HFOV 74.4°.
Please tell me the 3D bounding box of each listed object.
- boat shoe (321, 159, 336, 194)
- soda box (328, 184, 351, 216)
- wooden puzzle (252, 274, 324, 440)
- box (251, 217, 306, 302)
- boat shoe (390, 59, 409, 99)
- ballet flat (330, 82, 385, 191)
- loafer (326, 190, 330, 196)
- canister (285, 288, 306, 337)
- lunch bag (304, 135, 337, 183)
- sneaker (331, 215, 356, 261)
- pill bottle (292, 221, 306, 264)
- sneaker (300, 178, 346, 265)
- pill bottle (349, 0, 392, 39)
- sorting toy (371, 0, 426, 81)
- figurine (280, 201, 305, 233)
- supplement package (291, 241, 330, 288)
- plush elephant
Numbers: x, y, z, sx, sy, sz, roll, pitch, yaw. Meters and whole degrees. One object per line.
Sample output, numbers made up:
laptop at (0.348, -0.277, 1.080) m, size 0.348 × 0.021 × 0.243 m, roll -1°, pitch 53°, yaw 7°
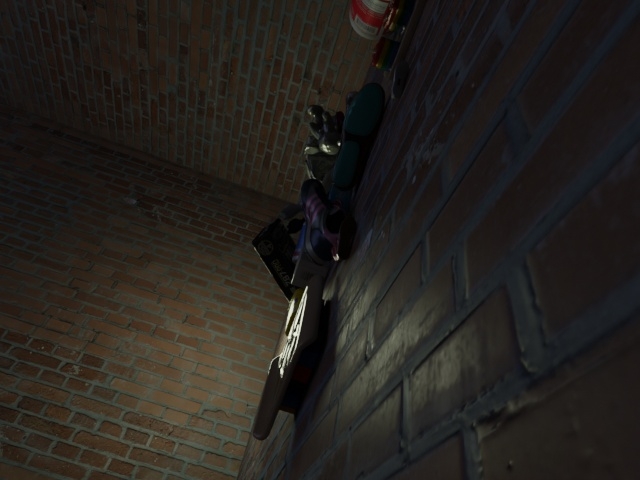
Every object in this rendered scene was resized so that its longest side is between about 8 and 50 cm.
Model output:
boat shoe at (0.078, -0.299, 1.853) m, size 0.233 × 0.083 × 0.079 m, roll -58°, pitch 1°, yaw 4°
soda box at (0.058, -0.125, 1.445) m, size 0.210 × 0.071 × 0.067 m, roll -76°, pitch 7°, yaw -52°
wooden puzzle at (-0.062, 0.306, 1.129) m, size 0.322 × 0.080 × 0.348 m, roll -81°, pitch 15°, yaw -66°
box at (-0.148, 0.081, 1.809) m, size 0.097 × 0.319 × 0.395 m, roll -32°, pitch 10°, yaw 6°
boat shoe at (0.200, -0.407, 1.074) m, size 0.035 × 0.035 × 0.100 m, roll 155°, pitch 127°, yaw -81°
ballet flat at (0.126, -0.323, 1.352) m, size 0.124 × 0.116 × 0.343 m, roll -11°, pitch -62°, yaw -72°
loafer at (0.041, -0.119, 1.739) m, size 0.078 × 0.076 × 0.223 m, roll -45°, pitch -20°, yaw -42°
canister at (-0.081, 0.270, 1.548) m, size 0.170 × 0.073 × 0.126 m, roll -86°, pitch 15°, yaw -70°
lunch bag at (0.023, -0.400, 2.258) m, size 0.305 × 0.212 × 0.257 m, roll 49°, pitch -138°, yaw -86°
sneaker at (0.058, -0.001, 1.078) m, size 0.067 × 0.042 × 0.119 m, roll 130°, pitch 156°, yaw -71°
pill bottle at (-0.023, -0.005, 1.642) m, size 0.124 × 0.124 × 0.222 m, roll 120°, pitch 167°, yaw -72°
sneaker at (0.021, -0.081, 1.244) m, size 0.131 × 0.112 × 0.319 m, roll -34°, pitch 46°, yaw 30°
pill bottle at (0.258, -1.019, 1.693) m, size 0.407 × 0.228 × 0.229 m, roll 138°, pitch 151°, yaw -81°
sorting toy at (0.234, -0.653, 1.329) m, size 0.255 × 0.089 × 0.257 m, roll -80°, pitch 10°, yaw -65°
figurine at (-0.066, -0.117, 1.832) m, size 0.215 × 0.209 × 0.093 m, roll 75°, pitch 171°, yaw -62°
supplement package at (-0.028, 0.081, 1.455) m, size 0.179 × 0.105 × 0.105 m, roll -81°, pitch 10°, yaw -65°
plush elephant at (0.057, -0.504, 1.959) m, size 0.255 × 0.271 × 0.331 m, roll -47°, pitch -50°, yaw -66°
